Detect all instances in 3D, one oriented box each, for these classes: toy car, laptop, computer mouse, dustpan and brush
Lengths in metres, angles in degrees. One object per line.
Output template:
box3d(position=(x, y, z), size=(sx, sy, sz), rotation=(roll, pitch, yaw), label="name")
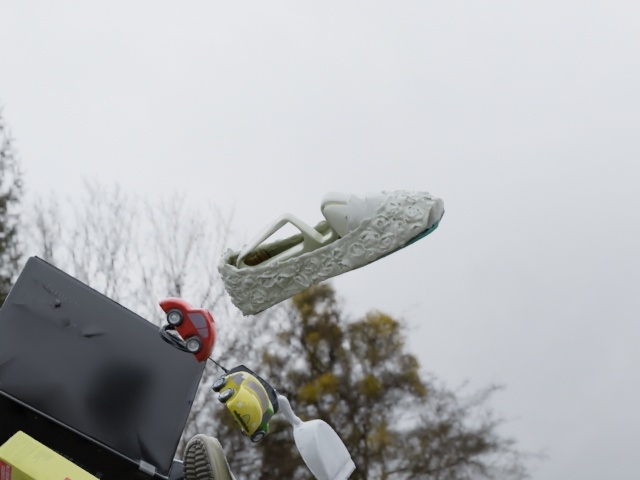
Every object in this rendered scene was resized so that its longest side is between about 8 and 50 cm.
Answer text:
box3d(position=(-0.110, 0.191, 1.277), size=(0.053, 0.239, 0.225), rotation=(-35, -39, -8), label="toy car")
box3d(position=(-0.460, 0.318, 1.703), size=(0.382, 0.236, 0.408), rotation=(33, -80, -18), label="laptop")
box3d(position=(-0.169, 0.216, 1.602), size=(0.071, 0.242, 0.041), rotation=(-40, -21, -39), label="computer mouse")
box3d(position=(-0.022, 0.367, 1.838), size=(0.060, 0.211, 0.147), rotation=(-28, -2, 18), label="dustpan and brush")

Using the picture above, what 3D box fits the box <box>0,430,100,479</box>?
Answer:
box3d(position=(-0.358, 0.368, 1.383), size=(0.058, 0.232, 0.087), rotation=(-43, -24, -49), label="box")

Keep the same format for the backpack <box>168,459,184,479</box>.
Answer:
box3d(position=(-0.331, 0.587, 2.026), size=(0.225, 0.253, 0.191), rotation=(-3, -18, 6), label="backpack")

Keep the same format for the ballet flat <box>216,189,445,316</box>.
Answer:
box3d(position=(0.000, 0.000, 1.596), size=(0.409, 0.147, 0.147), rotation=(-27, -32, 20), label="ballet flat")

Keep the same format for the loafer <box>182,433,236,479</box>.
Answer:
box3d(position=(-0.195, 0.510, 1.935), size=(0.102, 0.268, 0.092), rotation=(-15, 0, 43), label="loafer")
